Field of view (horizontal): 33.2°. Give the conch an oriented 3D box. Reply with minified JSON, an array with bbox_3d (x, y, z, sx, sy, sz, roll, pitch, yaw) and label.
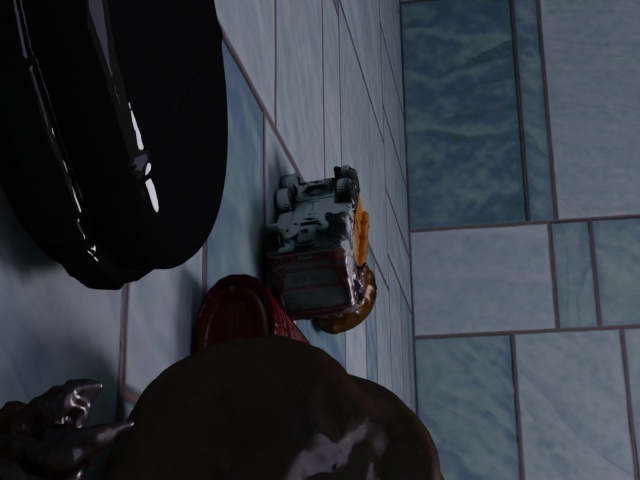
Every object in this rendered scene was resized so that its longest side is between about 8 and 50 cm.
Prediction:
[{"bbox_3d":[0.041,0.083,1.580,0.330,0.093,0.109,61,20,-71],"label":"conch"}]

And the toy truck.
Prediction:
[{"bbox_3d":[0.000,0.000,1.326,0.270,0.114,0.135,-79,158,-65],"label":"toy truck"}]

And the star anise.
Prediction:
[{"bbox_3d":[-0.157,0.052,0.412,0.227,0.148,0.218,43,73,-38],"label":"star anise"}]

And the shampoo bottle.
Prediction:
[{"bbox_3d":[-0.049,0.130,1.063,0.314,0.076,0.118,62,25,-69],"label":"shampoo bottle"}]

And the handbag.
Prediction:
[{"bbox_3d":[-0.127,-0.120,0.637,0.253,0.093,0.308,-82,165,-54],"label":"handbag"}]

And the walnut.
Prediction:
[{"bbox_3d":[-0.026,0.196,0.708,0.227,0.273,0.273,126,-26,-49],"label":"walnut"}]
